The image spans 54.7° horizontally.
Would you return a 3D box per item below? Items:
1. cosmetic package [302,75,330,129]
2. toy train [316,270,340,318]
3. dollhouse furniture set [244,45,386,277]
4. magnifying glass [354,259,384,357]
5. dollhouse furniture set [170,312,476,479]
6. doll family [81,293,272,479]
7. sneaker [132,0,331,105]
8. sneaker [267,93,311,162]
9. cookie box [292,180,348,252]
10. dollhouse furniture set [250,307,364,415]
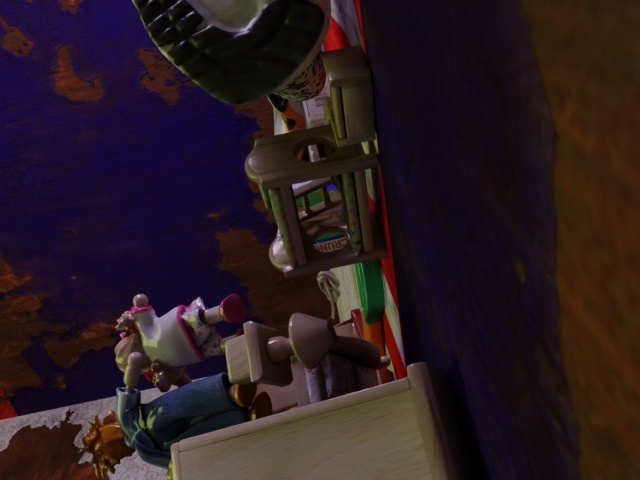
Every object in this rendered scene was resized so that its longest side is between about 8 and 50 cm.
[{"bbox_3d":[0.004,-0.131,0.701,0.115,0.041,0.060,81,177,-68],"label":"cosmetic package"},{"bbox_3d":[0.000,0.000,1.113,0.143,0.105,0.248,-77,-22,-66],"label":"toy train"},{"bbox_3d":[-0.016,-0.092,0.530,0.161,0.101,0.182,-103,1,-46],"label":"dollhouse furniture set"},{"bbox_3d":[0.054,0.069,0.695,0.231,0.026,0.092,78,179,-47],"label":"magnifying glass"},{"bbox_3d":[0.073,0.209,0.474,0.355,0.173,0.303,33,-139,-57],"label":"dollhouse furniture set"},{"bbox_3d":[-0.111,0.177,0.529,0.263,0.163,0.118,64,-159,-13],"label":"doll family"},{"bbox_3d":[-0.125,-0.267,0.551,0.410,0.158,0.182,58,-172,13],"label":"sneaker"},{"bbox_3d":[-0.022,-0.165,0.825,0.121,0.099,0.262,-92,1,-48],"label":"sneaker"},{"bbox_3d":[0.001,-0.025,0.703,0.040,0.091,0.107,-98,-3,-48],"label":"cookie box"},{"bbox_3d":[0.019,0.298,0.806,0.152,0.201,0.374,80,172,-54],"label":"dollhouse furniture set"}]
